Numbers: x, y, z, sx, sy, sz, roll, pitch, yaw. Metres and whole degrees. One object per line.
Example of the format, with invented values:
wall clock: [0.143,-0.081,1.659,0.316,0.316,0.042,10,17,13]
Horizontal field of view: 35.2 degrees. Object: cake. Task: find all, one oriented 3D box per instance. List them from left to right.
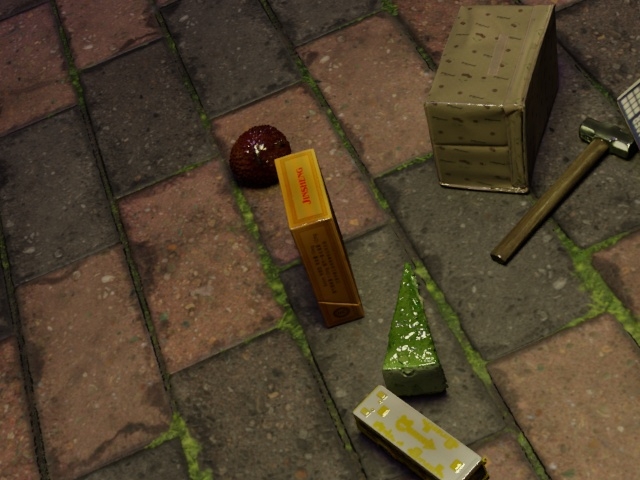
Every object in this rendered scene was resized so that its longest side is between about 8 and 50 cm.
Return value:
cake: [0.139,0.149,1.695,0.099,0.100,0.235,-14,48,5]

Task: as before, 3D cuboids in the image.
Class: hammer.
hammer: [0.437,-0.086,1.855,0.111,0.043,0.365,31,67,35]

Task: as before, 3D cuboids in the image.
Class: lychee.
lychee: [-0.125,-0.173,2.053,0.129,0.123,0.123,-9,47,21]

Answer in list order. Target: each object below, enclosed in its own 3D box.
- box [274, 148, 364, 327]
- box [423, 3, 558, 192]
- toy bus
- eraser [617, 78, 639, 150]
box: [0.000,0.000,1.752,0.076,0.274,0.174,-16,47,3]
box: [0.333,-0.276,1.923,0.190,0.225,0.297,7,51,22]
toy bus: [0.155,0.315,1.565,0.081,0.074,0.226,-41,50,-19]
eraser: [0.636,-0.193,1.810,0.124,0.081,0.279,-42,35,30]
